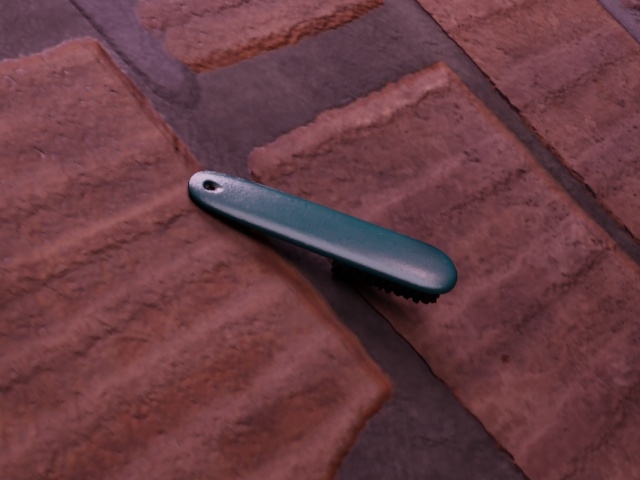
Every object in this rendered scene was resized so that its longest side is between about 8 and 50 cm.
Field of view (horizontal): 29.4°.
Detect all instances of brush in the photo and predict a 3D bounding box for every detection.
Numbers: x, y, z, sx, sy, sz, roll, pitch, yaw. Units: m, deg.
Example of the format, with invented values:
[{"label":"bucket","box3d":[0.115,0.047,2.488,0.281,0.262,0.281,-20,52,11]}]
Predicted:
[{"label":"brush","box3d":[0.000,0.000,0.823,0.193,0.032,0.043,19,47,-7]}]
